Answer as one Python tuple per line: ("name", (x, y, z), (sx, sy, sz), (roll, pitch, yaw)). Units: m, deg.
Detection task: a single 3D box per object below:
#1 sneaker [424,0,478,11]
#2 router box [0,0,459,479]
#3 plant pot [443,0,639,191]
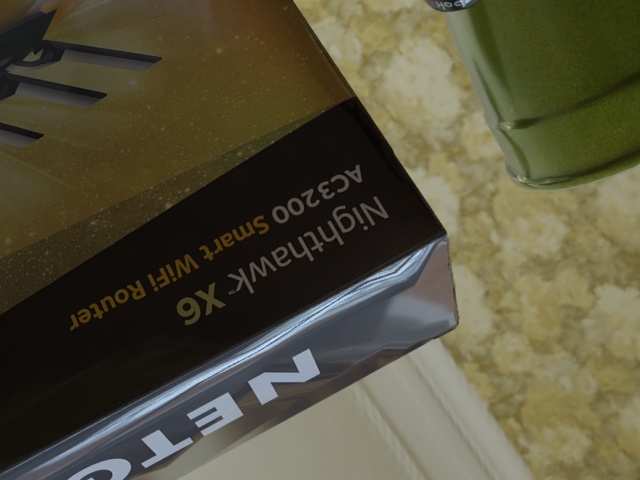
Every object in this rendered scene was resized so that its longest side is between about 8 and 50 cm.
("sneaker", (0.061, -0.258, 0.740), (0.124, 0.107, 0.283), (57, -156, -43))
("router box", (-0.139, -0.004, 0.435), (0.309, 0.081, 0.243), (-28, -119, -5))
("plant pot", (0.252, -0.297, 1.084), (0.353, 0.366, 0.366), (54, -137, -16))
